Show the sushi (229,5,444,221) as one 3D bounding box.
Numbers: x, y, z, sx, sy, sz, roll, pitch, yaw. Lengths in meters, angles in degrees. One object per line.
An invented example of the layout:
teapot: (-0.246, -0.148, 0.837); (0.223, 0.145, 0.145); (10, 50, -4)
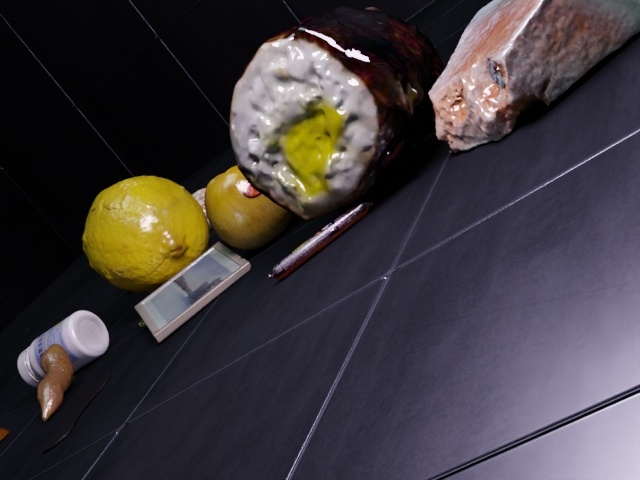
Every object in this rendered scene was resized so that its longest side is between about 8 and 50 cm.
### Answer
sushi: (0.034, -0.217, 1.705); (0.299, 0.281, 0.294); (-39, -2, 32)

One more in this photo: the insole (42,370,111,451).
insole: (-0.418, 0.292, 1.847); (0.086, 0.005, 0.253); (-35, 11, 20)

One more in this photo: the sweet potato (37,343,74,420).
sweet potato: (-0.503, 0.266, 2.039); (0.065, 0.051, 0.218); (-8, 32, -5)

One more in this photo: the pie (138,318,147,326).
pie: (-0.323, 0.141, 2.098); (0.084, 0.021, 0.084); (-36, 11, 8)

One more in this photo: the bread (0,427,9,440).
bread: (-0.659, 0.387, 2.082); (0.043, 0.062, 0.109); (-30, 11, 39)

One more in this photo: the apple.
apple: (-0.130, -0.070, 1.987); (0.182, 0.155, 0.182); (-39, 11, 9)

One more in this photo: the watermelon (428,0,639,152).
watermelon: (0.289, -0.277, 1.509); (0.302, 0.151, 0.264); (-41, 12, -16)

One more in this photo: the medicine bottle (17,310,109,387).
medicine bottle: (-0.527, 0.225, 2.195); (0.186, 0.103, 0.103); (-31, 13, 29)

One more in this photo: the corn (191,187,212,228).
corn: (-0.385, -0.015, 2.646); (0.335, 0.127, 0.126); (-37, 11, 5)

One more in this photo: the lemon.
lemon: (-0.361, -0.012, 2.237); (0.260, 0.260, 0.284); (-41, 8, -12)

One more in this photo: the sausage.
sausage: (0.000, 0.000, 1.644); (0.198, 0.025, 0.028); (-37, 5, 4)

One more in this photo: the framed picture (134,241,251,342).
framed picture: (-0.243, 0.090, 1.999); (0.213, 0.016, 0.289); (-39, 16, -8)
